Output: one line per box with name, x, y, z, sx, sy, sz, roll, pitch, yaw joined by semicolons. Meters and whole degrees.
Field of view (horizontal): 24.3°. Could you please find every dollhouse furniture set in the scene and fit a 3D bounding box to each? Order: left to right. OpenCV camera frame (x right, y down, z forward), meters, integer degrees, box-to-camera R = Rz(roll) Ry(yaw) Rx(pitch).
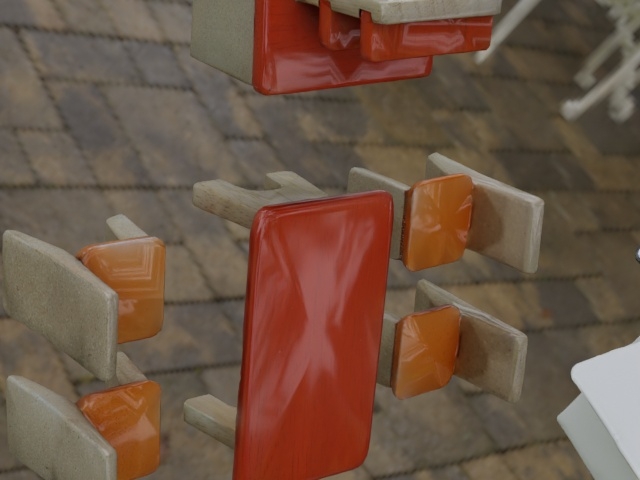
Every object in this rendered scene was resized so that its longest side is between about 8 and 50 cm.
dollhouse furniture set;0.000;0.000;0.701;0.262;0.259;0.135;-11;25;-36

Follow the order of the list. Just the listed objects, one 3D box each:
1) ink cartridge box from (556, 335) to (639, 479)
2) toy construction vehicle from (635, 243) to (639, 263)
ink cartridge box;0.318;0.157;1.067;0.353;0.119;0.207;-12;61;-37
toy construction vehicle;0.167;0.001;0.490;0.086;0.098;0.035;43;36;-28
